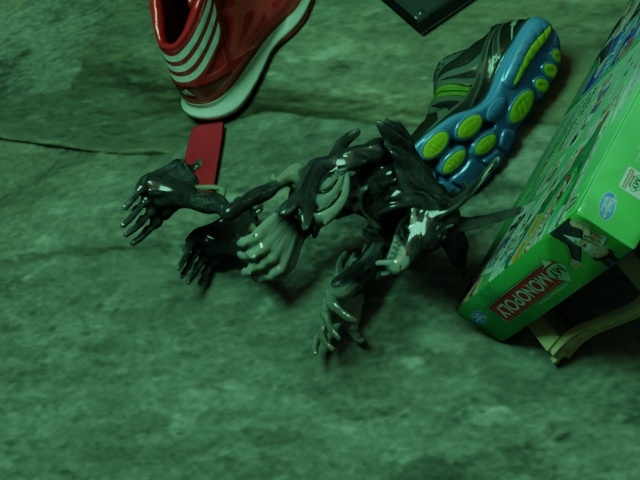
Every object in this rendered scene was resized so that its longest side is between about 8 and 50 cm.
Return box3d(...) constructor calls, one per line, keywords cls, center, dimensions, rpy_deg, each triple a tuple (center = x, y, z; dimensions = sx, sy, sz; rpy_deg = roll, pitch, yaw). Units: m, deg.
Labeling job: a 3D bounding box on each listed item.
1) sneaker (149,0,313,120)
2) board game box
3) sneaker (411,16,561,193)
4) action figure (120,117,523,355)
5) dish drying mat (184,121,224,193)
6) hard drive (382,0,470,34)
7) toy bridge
box3d(cls="sneaker", center=(-0.073, -0.222, 1.262), dimensions=(0.087, 0.128, 0.221), rpy_deg=(5, 57, 23))
box3d(cls="board game box", center=(0.215, -0.094, 1.020), dimensions=(0.046, 0.213, 0.317), rpy_deg=(33, 66, -3))
box3d(cls="sneaker", center=(0.116, -0.102, 1.158), dimensions=(0.078, 0.067, 0.188), rpy_deg=(14, 59, 52))
box3d(cls="action figure", center=(0.000, 0.000, 1.052), dimensions=(0.275, 0.164, 0.141), rpy_deg=(-1, 54, 35))
box3d(cls="dish drying mat", center=(-0.100, -0.064, 1.231), dimensions=(0.032, 0.008, 0.083), rpy_deg=(-5, 54, 17))
box3d(cls="hard drive", center=(0.114, -0.245, 1.283), dimensions=(0.135, 0.022, 0.094), rpy_deg=(-35, 51, -8))
box3d(cls="toy bridge", center=(0.211, 0.014, 0.987), dimensions=(0.188, 0.026, 0.063), rpy_deg=(-56, 45, 24))
